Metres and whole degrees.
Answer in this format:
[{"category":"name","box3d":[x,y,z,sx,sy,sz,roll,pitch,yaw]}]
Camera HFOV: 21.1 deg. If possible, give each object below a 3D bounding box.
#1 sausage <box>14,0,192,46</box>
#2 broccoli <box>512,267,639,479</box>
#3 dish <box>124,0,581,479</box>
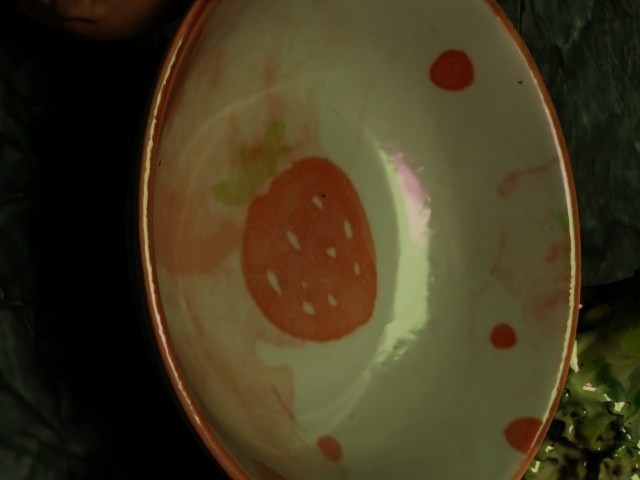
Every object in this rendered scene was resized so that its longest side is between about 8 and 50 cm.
[{"category":"sausage","box3d":[-0.024,-0.198,0.789,0.094,0.094,0.419,28,39,7]},{"category":"broccoli","box3d":[0.130,0.060,0.840,0.154,0.160,0.167,21,38,-34]},{"category":"dish","box3d":[0.000,0.000,0.722,0.260,0.085,0.260,7,81,-44]}]
